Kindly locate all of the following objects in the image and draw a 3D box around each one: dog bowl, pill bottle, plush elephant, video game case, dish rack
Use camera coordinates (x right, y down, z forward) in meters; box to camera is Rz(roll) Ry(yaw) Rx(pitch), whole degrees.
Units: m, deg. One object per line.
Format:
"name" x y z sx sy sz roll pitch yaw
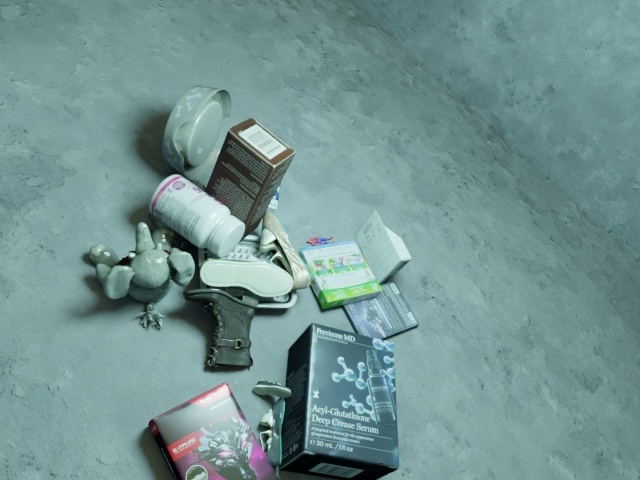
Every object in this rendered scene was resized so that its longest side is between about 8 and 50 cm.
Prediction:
"dog bowl" -0.445 -0.395 1.959 0.102 0.349 0.349 24 48 7
"pill bottle" -0.395 -0.076 1.756 0.283 0.160 0.160 34 47 10
"plush elephant" -0.518 0.072 1.613 0.272 0.255 0.330 -11 65 -29
"video game case" 0.221 0.270 2.031 0.274 0.026 0.196 -14 65 -34
"dish rack" -0.257 0.113 1.856 0.333 0.072 0.285 5 54 -25

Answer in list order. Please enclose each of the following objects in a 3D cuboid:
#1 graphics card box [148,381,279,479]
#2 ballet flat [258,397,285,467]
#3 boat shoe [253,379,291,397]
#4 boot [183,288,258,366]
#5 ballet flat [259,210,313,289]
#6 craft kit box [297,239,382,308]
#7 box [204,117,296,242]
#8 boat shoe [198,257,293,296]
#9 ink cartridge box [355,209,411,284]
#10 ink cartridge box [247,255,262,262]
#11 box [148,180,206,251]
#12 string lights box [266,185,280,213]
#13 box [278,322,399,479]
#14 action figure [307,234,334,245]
"graphics card box" -0.277 0.601 1.470 0.233 0.094 0.371 -20 70 -35
"ballet flat" -0.145 0.557 1.595 0.074 0.074 0.203 15 53 -18
"boat shoe" -0.143 0.451 1.658 0.125 0.046 0.038 -3 29 23
"boot" -0.309 0.271 1.657 0.263 0.091 0.229 15 78 -24
"ballet flat" -0.143 0.035 1.865 0.106 0.107 0.316 -23 69 -31
"craft kit box" 0.070 0.120 2.022 0.250 0.061 0.246 -8 52 -32
"box" -0.250 -0.188 1.787 0.191 0.381 0.143 39 41 6
"boat shoe" -0.239 0.113 1.748 0.305 0.091 0.109 11 92 -21
"ink cartridge box" 0.239 0.026 2.108 0.066 0.189 0.232 -2 58 -30
"ink cartridge box" -0.213 0.094 1.828 0.083 0.028 0.048 36 47 -2
"box" -0.451 -0.089 1.908 0.183 0.056 0.231 45 48 7
"string lights box" -0.227 -0.219 2.110 0.133 0.077 0.259 18 50 -17
"box" 0.057 0.495 1.653 0.293 0.212 0.395 16 50 -17
"action figure" 0.000 0.000 2.108 0.115 0.030 0.038 -5 65 -29
